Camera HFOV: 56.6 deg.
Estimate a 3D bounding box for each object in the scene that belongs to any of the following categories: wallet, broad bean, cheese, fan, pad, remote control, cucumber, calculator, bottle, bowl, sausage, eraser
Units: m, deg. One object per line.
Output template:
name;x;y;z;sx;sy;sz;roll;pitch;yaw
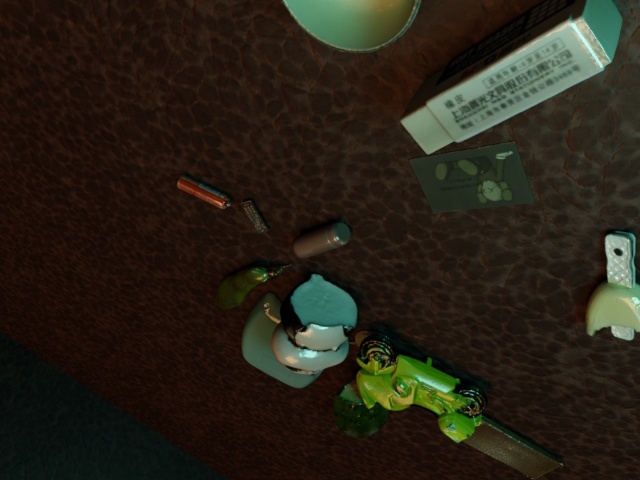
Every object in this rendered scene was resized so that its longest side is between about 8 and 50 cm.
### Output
wallet;0.487;0.537;1.545;0.243;0.039;0.133;29;136;3
broad bean;-0.199;0.115;1.503;0.075;0.067;0.325;35;144;-20
cheese;0.512;0.084;1.018;0.127;0.049;0.235;14;132;45
fan;0.113;0.264;1.513;0.175;0.005;0.113;1;133;33
pad;0.257;-0.103;1.020;0.190;0.004;0.127;-5;130;37
remote control;-0.146;-0.055;1.325;0.034;0.016;0.091;-13;127;22
cucumber;0.119;0.486;1.651;0.105;0.145;0.325;43;154;30
calculator;-0.103;0.300;1.657;0.256;0.054;0.386;28;143;4
bottle;0.000;0.000;1.260;0.140;0.053;0.053;-19;121;45
bowl;0.048;-0.367;0.780;0.211;0.112;0.211;18;139;16
sausage;-0.256;-0.105;1.327;0.129;0.034;0.034;25;142;5
eraser;0.246;-0.224;0.797;0.081;0.124;0.279;46;140;-18

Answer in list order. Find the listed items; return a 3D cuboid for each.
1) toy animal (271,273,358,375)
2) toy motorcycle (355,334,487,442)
toy animal;-0.019;0.218;1.400;0.187;0.165;0.235;4;129;-17
toy motorcycle;0.225;0.367;1.438;0.342;0.142;0.206;27;132;1
